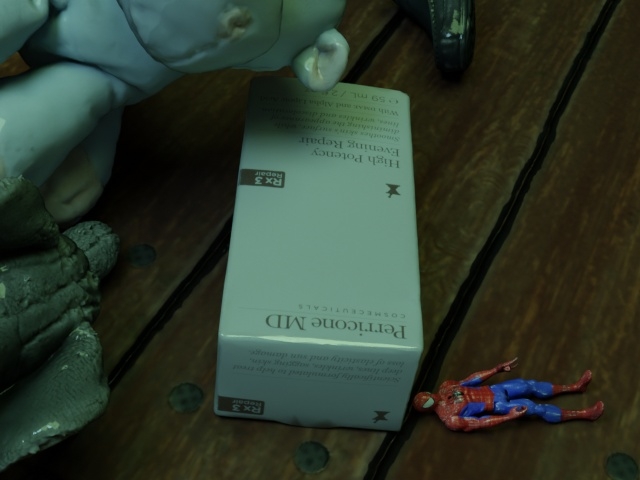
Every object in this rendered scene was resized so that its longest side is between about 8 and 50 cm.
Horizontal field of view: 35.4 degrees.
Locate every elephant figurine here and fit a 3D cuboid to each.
[{"bbox_3d":[-0.181,0.040,0.511,0.239,0.169,0.186,-28,51,-26],"label":"elephant figurine"}]

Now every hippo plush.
[{"bbox_3d":[-0.101,-0.122,0.614,0.236,0.235,0.294,1,3,24],"label":"hippo plush"}]

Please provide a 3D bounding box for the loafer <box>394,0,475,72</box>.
[{"bbox_3d":[0.091,-0.224,0.880,0.078,0.076,0.223,-7,48,4],"label":"loafer"}]

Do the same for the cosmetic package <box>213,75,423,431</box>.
[{"bbox_3d":[0.000,0.000,0.640,0.117,0.086,0.231,4,45,-4],"label":"cosmetic package"}]

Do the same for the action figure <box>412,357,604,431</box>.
[{"bbox_3d":[0.112,0.095,0.607,0.115,0.030,0.038,-3,52,-9],"label":"action figure"}]
